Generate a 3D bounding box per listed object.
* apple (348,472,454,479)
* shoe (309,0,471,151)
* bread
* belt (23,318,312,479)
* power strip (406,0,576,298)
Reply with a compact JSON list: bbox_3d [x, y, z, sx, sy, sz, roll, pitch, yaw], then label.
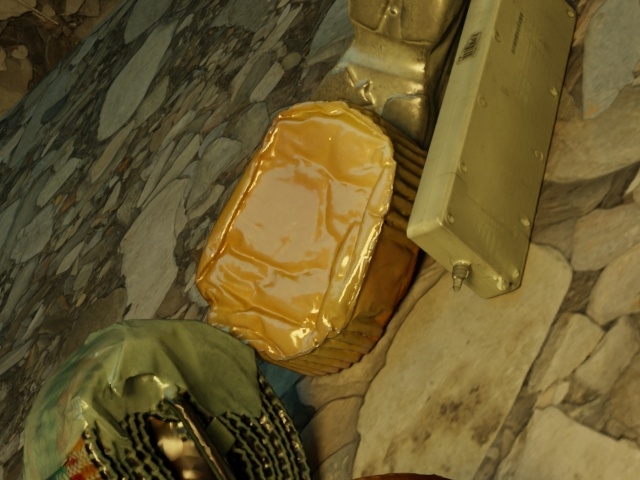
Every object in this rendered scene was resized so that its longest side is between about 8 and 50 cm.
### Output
[{"bbox_3d":[0.023,0.249,0.761,0.235,0.210,0.173,-45,51,37],"label":"apple"},{"bbox_3d":[0.093,-0.170,1.278,0.210,0.132,0.342,-25,-44,-62],"label":"shoe"},{"bbox_3d":[0.000,0.000,1.153,0.179,0.133,0.250,20,91,34],"label":"bread"},{"bbox_3d":[-0.124,0.186,1.044,0.150,0.257,0.207,-35,-5,39],"label":"belt"},{"bbox_3d":[0.155,-0.105,1.100,0.043,0.106,0.367,-24,37,44],"label":"power strip"}]
